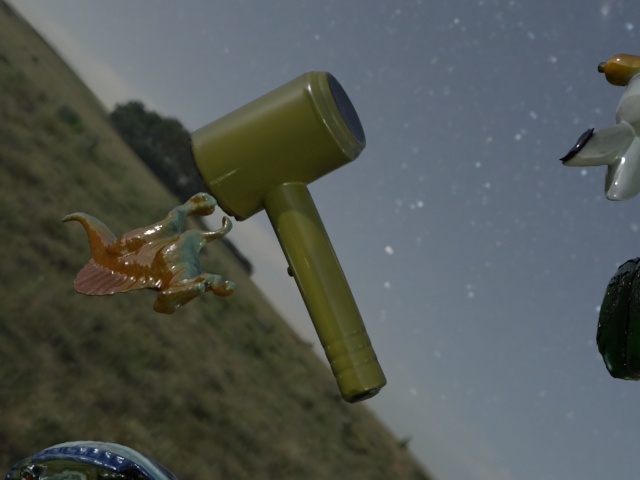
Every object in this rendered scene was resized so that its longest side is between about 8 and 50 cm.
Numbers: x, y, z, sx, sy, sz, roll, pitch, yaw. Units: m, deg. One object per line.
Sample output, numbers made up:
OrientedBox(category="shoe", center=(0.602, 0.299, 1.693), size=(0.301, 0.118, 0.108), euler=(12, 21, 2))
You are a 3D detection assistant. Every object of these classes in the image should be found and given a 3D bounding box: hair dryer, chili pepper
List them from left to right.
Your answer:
OrientedBox(category="hair dryer", center=(0.000, 0.000, 1.005), size=(0.279, 0.135, 0.090), euler=(68, 15, 13))
OrientedBox(category="chili pepper", center=(0.489, 0.082, 1.641), size=(0.174, 0.261, 0.165), euler=(17, -18, 7))

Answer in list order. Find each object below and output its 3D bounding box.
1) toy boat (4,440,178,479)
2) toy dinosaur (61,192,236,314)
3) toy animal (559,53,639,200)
OrientedBox(category="toy boat", center=(-0.286, 0.314, 1.424), size=(0.115, 0.262, 0.114), euler=(-51, 137, -67))
OrientedBox(category="toy dinosaur", center=(-0.144, 0.021, 0.904), size=(0.212, 0.142, 0.057), euler=(-7, -66, 30))
OrientedBox(category="toy animal", center=(0.313, -0.129, 1.121), size=(0.131, 0.181, 0.127), euler=(54, 20, 7))
